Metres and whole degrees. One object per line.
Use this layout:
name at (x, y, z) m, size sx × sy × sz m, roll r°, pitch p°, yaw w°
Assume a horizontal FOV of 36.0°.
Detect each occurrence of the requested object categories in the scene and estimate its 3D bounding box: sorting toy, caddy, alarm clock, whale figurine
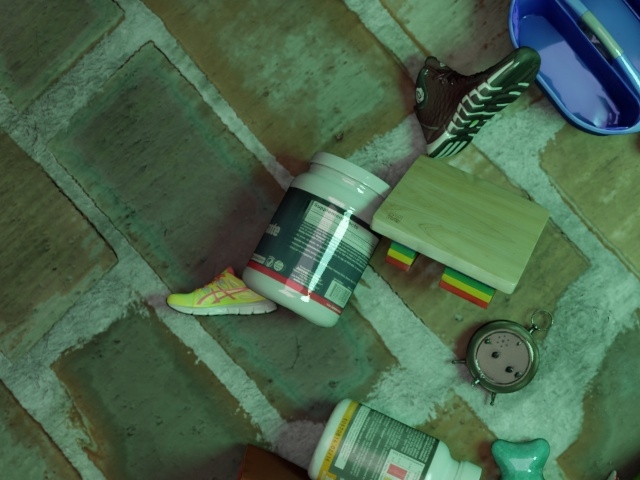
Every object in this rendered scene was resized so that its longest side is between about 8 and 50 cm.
sorting toy at (0.237, -0.012, 1.704) m, size 0.257 × 0.255 × 0.089 m, roll 26°, pitch 128°, yaw 11°
caddy at (0.475, -0.336, 1.692) m, size 0.241 × 0.179 × 0.341 m, roll -38°, pitch 83°, yaw 6°
alarm clock at (0.340, 0.194, 1.762) m, size 0.192 × 0.064 × 0.129 m, roll -44°, pitch 82°, yaw 3°
whale figurine at (0.355, 0.484, 1.709) m, size 0.216 × 0.141 × 0.272 m, roll -2°, pitch 88°, yaw 10°

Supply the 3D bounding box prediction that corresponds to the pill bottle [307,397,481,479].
pill bottle at (0.131, 0.403, 1.740) m, size 0.278 × 0.162 × 0.162 m, roll 24°, pitch 93°, yaw 10°

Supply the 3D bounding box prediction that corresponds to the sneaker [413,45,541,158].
sneaker at (0.248, -0.282, 1.720) m, size 0.281 × 0.106 × 0.163 m, roll -45°, pitch 62°, yaw 41°

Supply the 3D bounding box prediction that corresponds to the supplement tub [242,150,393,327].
supplement tub at (0.000, 0.000, 1.748) m, size 0.191 × 0.191 × 0.272 m, roll 27°, pitch 84°, yaw 9°

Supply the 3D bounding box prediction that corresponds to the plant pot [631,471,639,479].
plant pot at (0.638, 0.439, 1.620) m, size 0.274 × 0.275 × 0.294 m, roll 36°, pitch 79°, yaw 9°

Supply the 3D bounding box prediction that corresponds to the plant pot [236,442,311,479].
plant pot at (-0.057, 0.541, 1.732) m, size 0.235 × 0.267 × 0.268 m, roll 15°, pitch 91°, yaw -3°

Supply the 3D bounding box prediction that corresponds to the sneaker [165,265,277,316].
sneaker at (-0.186, 0.096, 1.846) m, size 0.208 × 0.081 × 0.094 m, roll -2°, pitch 88°, yaw -2°

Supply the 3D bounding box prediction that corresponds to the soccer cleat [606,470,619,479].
soccer cleat at (0.502, 0.445, 1.743) m, size 0.035 × 0.029 × 0.083 m, roll 18°, pitch 96°, yaw 5°
